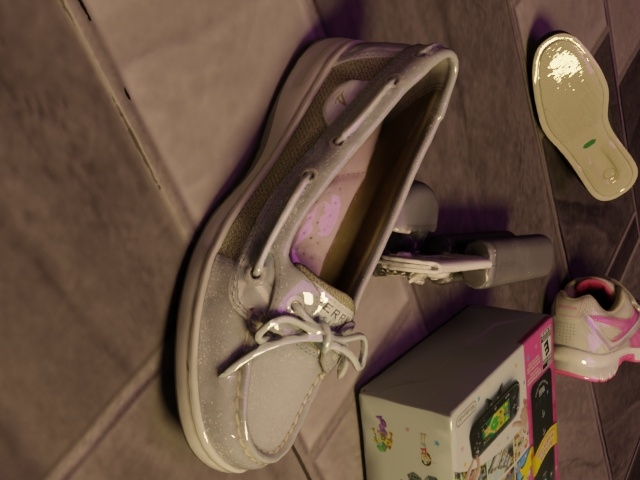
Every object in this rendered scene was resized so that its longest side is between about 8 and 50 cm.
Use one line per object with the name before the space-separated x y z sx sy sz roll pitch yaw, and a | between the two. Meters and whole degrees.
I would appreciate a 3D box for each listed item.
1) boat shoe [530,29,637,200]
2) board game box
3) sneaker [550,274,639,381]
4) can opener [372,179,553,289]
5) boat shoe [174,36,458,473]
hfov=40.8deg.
boat shoe | 0.294 -0.148 0.999 0.233 0.084 0.079 53 15 -35
board game box | 0.142 0.242 0.810 0.224 0.097 0.304 -26 117 -49
sneaker | 0.364 0.097 1.088 0.252 0.103 0.111 -11 105 -54
can opener | 0.135 -0.005 0.781 0.283 0.076 0.095 -4 99 -55
boat shoe | 0.002 0.000 0.573 0.118 0.103 0.320 47 57 -46
